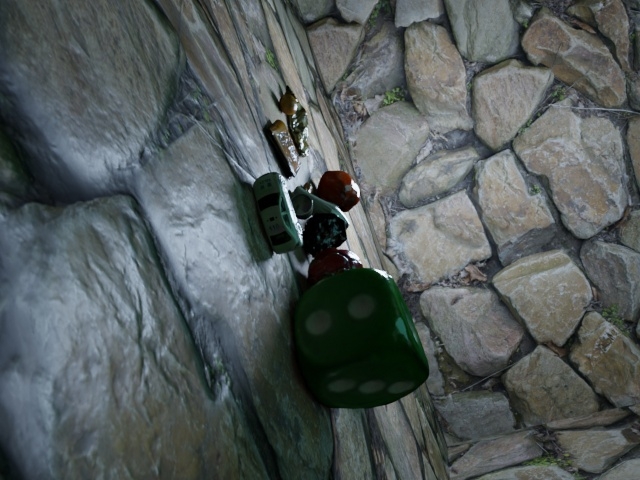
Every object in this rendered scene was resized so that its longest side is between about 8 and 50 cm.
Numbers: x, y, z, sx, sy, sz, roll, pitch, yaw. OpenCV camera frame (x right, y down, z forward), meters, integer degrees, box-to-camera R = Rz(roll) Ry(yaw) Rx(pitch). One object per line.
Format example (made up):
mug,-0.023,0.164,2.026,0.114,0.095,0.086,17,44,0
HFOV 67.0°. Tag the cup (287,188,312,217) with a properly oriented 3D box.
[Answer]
cup,-0.074,-0.114,1.598,0.099,0.102,0.074,80,30,-80

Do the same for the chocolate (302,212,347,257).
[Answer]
chocolate,0.000,0.000,1.634,0.156,0.156,0.133,65,30,-24

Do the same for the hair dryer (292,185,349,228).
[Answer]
hair dryer,-0.033,-0.122,1.762,0.229,0.092,0.267,39,-8,-28

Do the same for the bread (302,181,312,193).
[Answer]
bread,-0.050,-0.192,1.867,0.083,0.036,0.047,-78,150,-61

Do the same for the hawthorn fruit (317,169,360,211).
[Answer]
hawthorn fruit,0.071,-0.220,2.094,0.185,0.185,0.202,51,19,-56

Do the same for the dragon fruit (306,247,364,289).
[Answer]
dragon fruit,0.055,0.118,1.541,0.274,0.192,0.193,-34,126,-75

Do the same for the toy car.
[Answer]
toy car,-0.122,-0.075,1.308,0.076,0.090,0.224,-14,85,-71

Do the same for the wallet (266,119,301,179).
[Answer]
wallet,-0.126,-0.328,1.730,0.161,0.042,0.195,-79,148,-64

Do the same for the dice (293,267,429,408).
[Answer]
dice,0.107,0.270,1.316,0.297,0.300,0.287,54,18,-47

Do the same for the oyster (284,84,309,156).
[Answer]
oyster,-0.099,-0.510,2.044,0.128,0.078,0.345,23,52,-62

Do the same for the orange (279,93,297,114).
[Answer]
orange,-0.131,-0.548,1.950,0.085,0.085,0.085,-19,90,-77
